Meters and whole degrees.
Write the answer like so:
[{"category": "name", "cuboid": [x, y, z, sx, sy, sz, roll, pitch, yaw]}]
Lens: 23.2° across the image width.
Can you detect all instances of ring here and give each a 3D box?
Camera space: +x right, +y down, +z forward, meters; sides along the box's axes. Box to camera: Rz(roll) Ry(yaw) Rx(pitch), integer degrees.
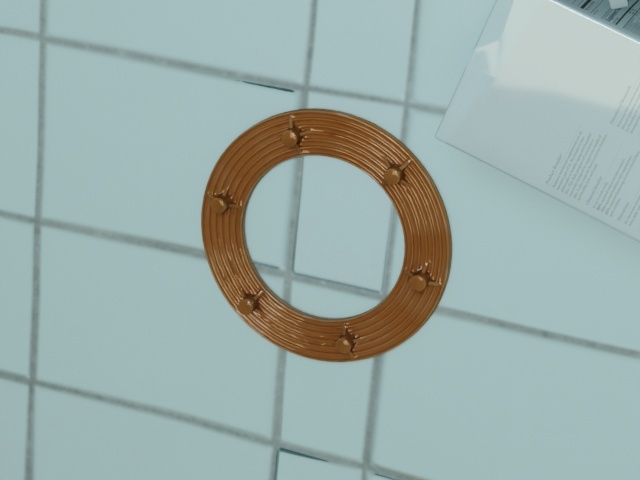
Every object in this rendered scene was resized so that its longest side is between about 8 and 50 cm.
[{"category": "ring", "cuboid": [0.000, 0.000, 1.965, 0.337, 0.032, 0.336, 7, 111, 19]}]

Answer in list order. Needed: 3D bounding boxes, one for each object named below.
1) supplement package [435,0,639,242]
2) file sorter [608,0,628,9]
[{"category": "supplement package", "cuboid": [0.302, -0.161, 1.696, 0.263, 0.198, 0.199, 28, 116, 10]}, {"category": "file sorter", "cuboid": [0.354, -0.406, 1.547, 0.173, 0.193, 0.277, -4, 131, 18]}]
